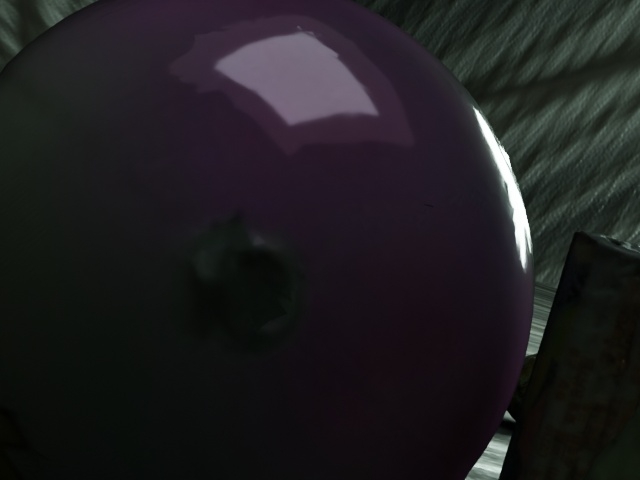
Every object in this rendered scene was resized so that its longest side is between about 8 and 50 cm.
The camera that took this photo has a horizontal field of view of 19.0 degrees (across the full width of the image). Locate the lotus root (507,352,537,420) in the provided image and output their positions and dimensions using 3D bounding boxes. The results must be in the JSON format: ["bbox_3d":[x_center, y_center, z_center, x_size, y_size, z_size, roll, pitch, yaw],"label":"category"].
[{"bbox_3d":[0.144,0.099,1.245,0.054,0.049,0.099,54,13,9],"label":"lotus root"}]

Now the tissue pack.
[{"bbox_3d":[0.095,0.078,0.566,0.060,0.148,0.108,19,3,32],"label":"tissue pack"}]

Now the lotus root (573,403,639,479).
[{"bbox_3d":[0.100,0.111,0.404,0.070,0.143,0.144,-11,24,-11],"label":"lotus root"}]

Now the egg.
[{"bbox_3d":[-0.034,0.010,0.619,0.196,0.196,0.271,17,4,-18],"label":"egg"}]
